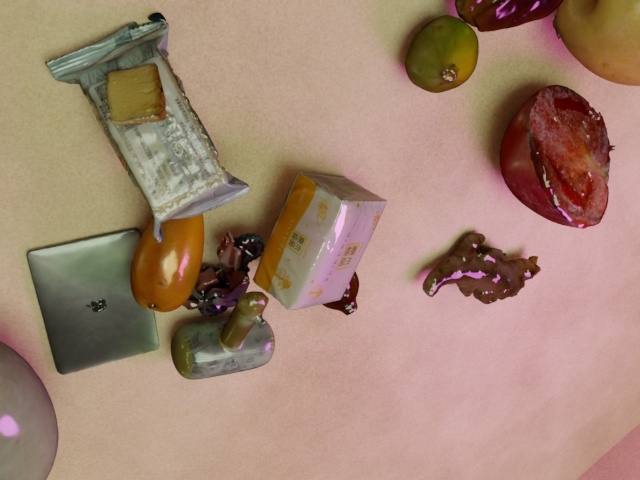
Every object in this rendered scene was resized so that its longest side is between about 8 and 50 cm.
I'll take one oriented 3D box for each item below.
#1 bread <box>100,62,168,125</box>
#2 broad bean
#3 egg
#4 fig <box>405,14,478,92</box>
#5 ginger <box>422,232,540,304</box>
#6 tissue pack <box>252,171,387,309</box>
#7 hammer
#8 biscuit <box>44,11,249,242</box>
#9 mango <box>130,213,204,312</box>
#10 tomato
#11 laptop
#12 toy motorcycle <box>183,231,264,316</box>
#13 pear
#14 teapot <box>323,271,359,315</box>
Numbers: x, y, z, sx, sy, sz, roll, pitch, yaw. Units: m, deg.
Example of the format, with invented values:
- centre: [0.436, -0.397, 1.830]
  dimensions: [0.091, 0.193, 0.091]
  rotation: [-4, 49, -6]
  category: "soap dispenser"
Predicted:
- centre: [-0.256, -0.198, 0.875]
  dimensions: [0.084, 0.109, 0.080]
  rotation: [-12, 104, -10]
  category: "bread"
- centre: [0.341, -0.456, 1.155]
  dimensions: [0.228, 0.122, 0.156]
  rotation: [-13, 149, -16]
  category: "broad bean"
- centre: [-0.559, 0.289, 1.001]
  dimensions: [0.258, 0.258, 0.352]
  rotation: [-21, 123, -17]
  category: "egg"
- centre: [0.221, -0.333, 1.163]
  dimensions: [0.153, 0.120, 0.136]
  rotation: [-48, 143, -26]
  category: "fig"
- centre: [0.387, 0.070, 1.522]
  dimensions: [0.333, 0.080, 0.166]
  rotation: [12, 96, -27]
  category: "ginger"
- centre: [0.000, 0.000, 1.193]
  dimensions: [0.185, 0.124, 0.225]
  rotation: [-6, 125, -60]
  category: "tissue pack"
- centre: [-0.153, 0.162, 1.172]
  dimensions: [0.202, 0.113, 0.305]
  rotation: [-8, 157, -28]
  category: "hammer"
- centre: [-0.247, -0.168, 0.977]
  dimensions: [0.186, 0.079, 0.309]
  rotation: [-32, 104, -14]
  category: "biscuit"
- centre: [-0.256, 0.014, 1.092]
  dimensions: [0.112, 0.145, 0.219]
  rotation: [13, 95, 2]
  category: "mango"
- centre: [0.479, -0.166, 1.376]
  dimensions: [0.309, 0.170, 0.309]
  rotation: [7, 77, -32]
  category: "tomato"
- centre: [-0.396, 0.113, 1.141]
  dimensions: [0.187, 0.015, 0.269]
  rotation: [-14, 123, -22]
  category: "laptop"
- centre: [-0.189, 0.066, 1.179]
  dimensions: [0.118, 0.084, 0.212]
  rotation: [8, 128, -37]
  category: "toy motorcycle"
- centre: [0.616, -0.445, 1.211]
  dimensions: [0.309, 0.309, 0.309]
  rotation: [-14, 123, -22]
  category: "pear"
- centre: [0.041, 0.104, 1.341]
  dimensions: [0.098, 0.078, 0.129]
  rotation: [-32, 128, -9]
  category: "teapot"
